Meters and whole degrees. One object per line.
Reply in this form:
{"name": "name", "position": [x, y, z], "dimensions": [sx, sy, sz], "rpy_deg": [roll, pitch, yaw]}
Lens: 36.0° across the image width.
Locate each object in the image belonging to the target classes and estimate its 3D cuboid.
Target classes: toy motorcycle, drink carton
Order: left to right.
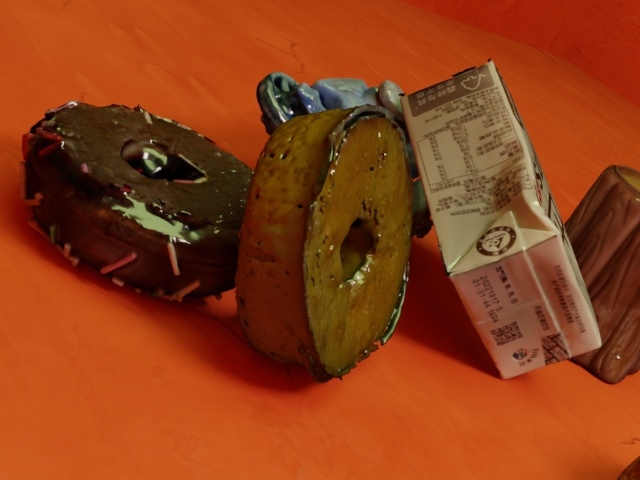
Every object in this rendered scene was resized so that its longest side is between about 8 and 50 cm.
{"name": "toy motorcycle", "position": [0.062, -0.114, 1.266], "dimensions": [0.241, 0.182, 0.319], "rpy_deg": [38, 23, 22]}
{"name": "drink carton", "position": [0.202, -0.033, 1.135], "dimensions": [0.324, 0.132, 0.194], "rpy_deg": [-97, 160, -47]}

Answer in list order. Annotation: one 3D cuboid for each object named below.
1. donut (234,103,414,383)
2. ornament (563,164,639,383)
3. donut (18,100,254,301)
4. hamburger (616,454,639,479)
{"name": "donut", "position": [0.000, 0.000, 0.910], "dimensions": [0.107, 0.272, 0.272], "rpy_deg": [5, 15, 21]}
{"name": "ornament", "position": [0.383, 0.035, 1.266], "dimensions": [0.235, 0.217, 0.221], "rpy_deg": [23, 23, -16]}
{"name": "donut", "position": [-0.164, -0.039, 0.958], "dimensions": [0.270, 0.103, 0.269], "rpy_deg": [24, 21, -9]}
{"name": "hamburger", "position": [0.380, 0.230, 0.868], "dimensions": [0.162, 0.209, 0.330], "rpy_deg": [30, 21, 3]}
